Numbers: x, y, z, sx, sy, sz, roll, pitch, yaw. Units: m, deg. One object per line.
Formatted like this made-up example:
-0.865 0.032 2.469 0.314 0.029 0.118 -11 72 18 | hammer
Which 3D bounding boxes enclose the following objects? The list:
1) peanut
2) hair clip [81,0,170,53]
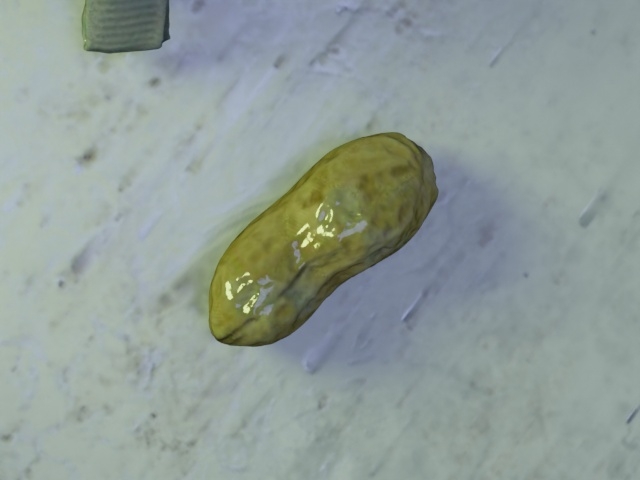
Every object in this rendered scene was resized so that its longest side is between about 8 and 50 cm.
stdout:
0.000 0.000 0.876 0.174 0.080 0.080 -42 104 -8 | peanut
-0.105 -0.177 0.757 0.159 0.218 0.071 -14 66 -20 | hair clip
